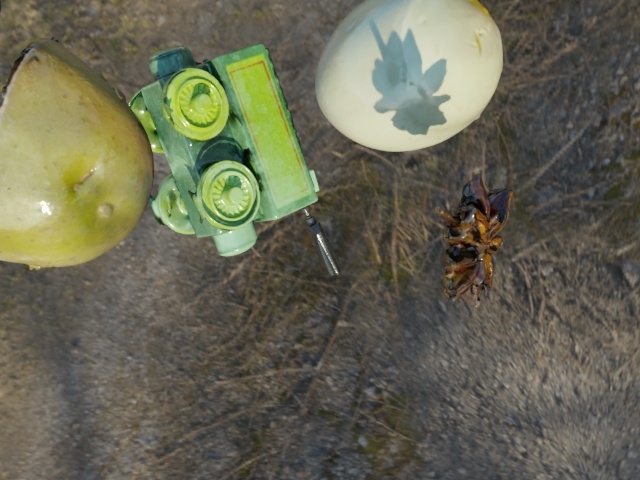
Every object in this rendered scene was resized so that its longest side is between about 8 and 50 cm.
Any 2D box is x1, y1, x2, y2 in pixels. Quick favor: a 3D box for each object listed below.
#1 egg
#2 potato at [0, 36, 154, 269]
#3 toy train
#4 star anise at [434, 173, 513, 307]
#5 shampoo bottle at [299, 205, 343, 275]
[{"bbox_3d":[0.143,-0.295,1.509,0.345,0.283,0.283,-18,66,45],"label":"egg"},{"bbox_3d":[-0.205,-0.063,0.751,0.117,0.182,0.202,18,107,4],"label":"potato"},{"bbox_3d":[-0.127,-0.122,1.105,0.159,0.188,0.272,-5,107,54],"label":"toy train"},{"bbox_3d":[0.200,-0.019,1.128,0.073,0.234,0.177,17,54,24],"label":"star anise"},{"bbox_3d":[0.000,0.000,1.558,0.027,0.048,0.137,-28,104,-6],"label":"shampoo bottle"}]
